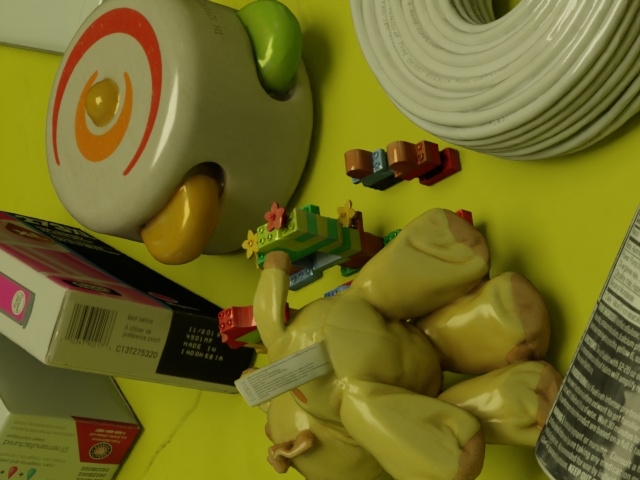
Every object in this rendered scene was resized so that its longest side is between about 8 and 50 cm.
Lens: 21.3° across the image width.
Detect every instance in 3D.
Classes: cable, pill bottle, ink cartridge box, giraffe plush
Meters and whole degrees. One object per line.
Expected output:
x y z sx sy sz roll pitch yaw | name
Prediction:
0.131 -0.181 1.075 0.257 0.089 0.257 -46 49 31 | cable
0.216 0.031 0.889 0.130 0.130 0.245 33 105 48 | pill bottle
-0.259 0.178 1.400 0.176 0.128 0.127 -60 43 21 | ink cartridge box
0.032 0.102 1.077 0.170 0.210 0.181 113 146 -59 | giraffe plush
-0.225 0.028 1.363 0.371 0.176 0.069 21 96 50 | ink cartridge box

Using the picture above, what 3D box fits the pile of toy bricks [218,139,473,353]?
0.000 0.000 1.165 0.212 0.105 0.118 -28 60 42 | pile of toy bricks

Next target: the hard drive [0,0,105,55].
-0.257 -0.279 1.591 0.307 0.040 0.203 15 92 49 | hard drive

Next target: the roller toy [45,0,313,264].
-0.115 -0.089 1.291 0.191 0.146 0.209 10 88 50 | roller toy
